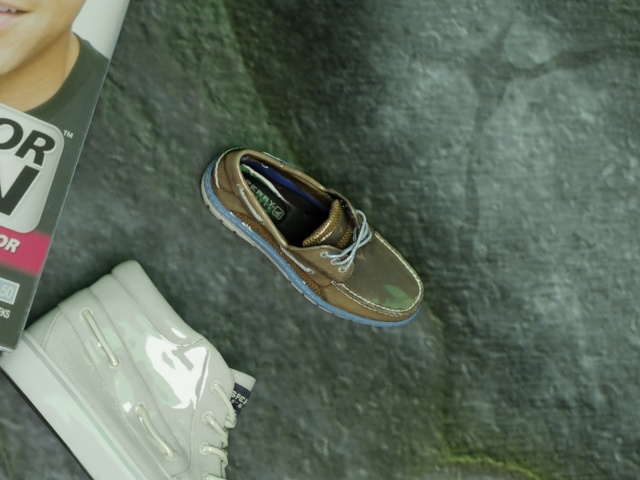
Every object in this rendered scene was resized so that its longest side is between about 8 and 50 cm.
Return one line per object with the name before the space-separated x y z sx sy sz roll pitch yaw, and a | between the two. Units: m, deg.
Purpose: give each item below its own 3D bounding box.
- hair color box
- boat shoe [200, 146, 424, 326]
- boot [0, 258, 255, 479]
hair color box | -0.232 -0.137 0.886 0.185 0.114 0.374 22 76 -30
boat shoe | 0.000 0.000 0.999 0.183 0.066 0.066 32 71 -11
boot | -0.083 0.134 0.927 0.123 0.095 0.258 -39 92 -15
